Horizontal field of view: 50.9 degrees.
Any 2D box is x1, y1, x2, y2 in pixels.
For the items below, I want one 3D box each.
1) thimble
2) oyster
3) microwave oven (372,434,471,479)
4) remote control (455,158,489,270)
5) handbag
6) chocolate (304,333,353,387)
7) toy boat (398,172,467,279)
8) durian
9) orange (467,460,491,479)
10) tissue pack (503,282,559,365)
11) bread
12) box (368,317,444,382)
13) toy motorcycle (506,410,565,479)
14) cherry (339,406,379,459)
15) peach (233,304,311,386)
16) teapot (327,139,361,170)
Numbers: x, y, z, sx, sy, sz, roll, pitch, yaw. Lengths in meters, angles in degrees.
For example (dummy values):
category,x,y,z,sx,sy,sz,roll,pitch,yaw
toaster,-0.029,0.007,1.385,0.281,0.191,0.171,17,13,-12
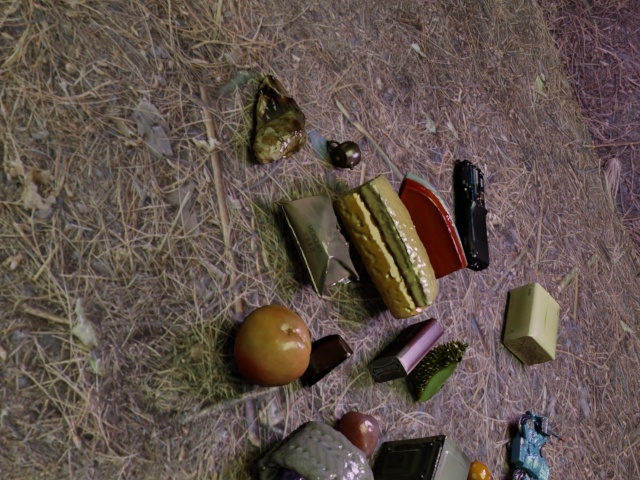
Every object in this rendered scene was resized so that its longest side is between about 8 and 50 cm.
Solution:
category,x,y,z,sx,sy,sz,roll,pitch,yaw
thimble,-0.006,0.517,1.418,0.245,0.217,0.157,51,39,6
oyster,-0.111,-0.326,1.753,0.166,0.094,0.294,7,63,-35
microwave oven,0.236,0.571,1.638,0.129,0.205,0.163,49,45,-19
remote control,0.528,-0.093,2.313,0.144,0.062,0.399,23,58,-38
handbag,0.000,0.000,1.703,0.182,0.117,0.271,-20,85,-42
chocolate,0.011,0.274,1.609,0.148,0.125,0.080,-30,79,-43
toy boat,0.330,-0.051,2.048,0.332,0.145,0.133,63,20,-8
durian,0.320,0.336,1.841,0.095,0.221,0.137,37,34,-2
orange,0.447,0.670,1.908,0.083,0.070,0.083,24,57,-42
tissue pack,0.728,0.285,2.310,0.159,0.125,0.234,43,47,-25
bread,0.191,0.014,1.835,0.375,0.165,0.236,64,15,-2
box,0.234,0.295,1.816,0.224,0.120,0.069,-32,93,-46
toy motorcycle,0.674,0.679,2.100,0.182,0.123,0.272,31,53,-20
cherry,0.098,0.469,1.628,0.106,0.087,0.126,-7,76,-42
peach,-0.103,0.229,1.463,0.184,0.184,0.184,20,60,-39
teapot,0.062,-0.244,1.903,0.068,0.076,0.121,-25,65,-39
